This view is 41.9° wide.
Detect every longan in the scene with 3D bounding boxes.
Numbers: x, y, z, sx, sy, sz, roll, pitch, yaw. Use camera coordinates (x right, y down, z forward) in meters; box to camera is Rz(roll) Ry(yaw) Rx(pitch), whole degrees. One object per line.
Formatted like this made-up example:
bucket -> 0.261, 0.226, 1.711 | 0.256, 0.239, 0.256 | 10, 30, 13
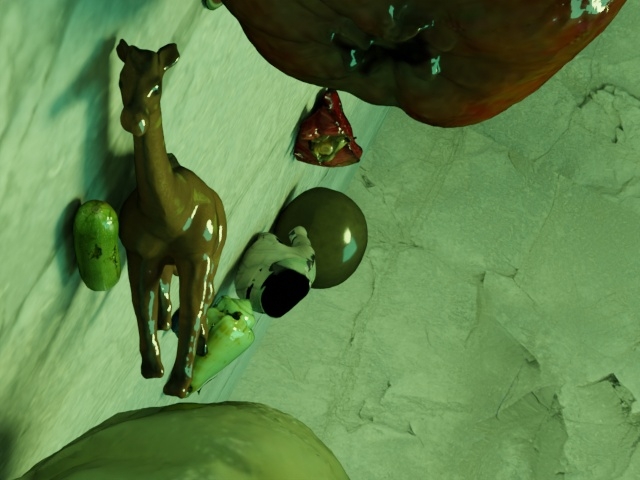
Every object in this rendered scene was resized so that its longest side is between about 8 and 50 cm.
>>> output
longan -> 0.000, 0.000, 1.467 | 0.189, 0.189, 0.189 | -62, 177, -5

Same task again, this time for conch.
conch -> -0.152, 0.150, 1.165 | 0.170, 0.079, 0.106 | -56, 162, -3

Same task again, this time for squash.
squash -> -0.132, 0.002, 0.495 | 0.027, 0.027, 0.083 | -61, 176, -28

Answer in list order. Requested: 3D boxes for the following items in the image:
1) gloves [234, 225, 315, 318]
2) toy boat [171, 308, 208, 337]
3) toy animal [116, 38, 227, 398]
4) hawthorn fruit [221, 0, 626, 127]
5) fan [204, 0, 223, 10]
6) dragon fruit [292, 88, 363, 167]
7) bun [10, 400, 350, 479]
gloves -> -0.074, 0.041, 1.275 | 0.128, 0.111, 0.212 | -68, -155, 11
toy boat -> -0.148, 0.091, 0.976 | 0.038, 0.038, 0.083 | -63, 176, 16
toy animal -> -0.096, -0.011, 0.516 | 0.224, 0.066, 0.230 | -92, -173, -72
hawthorn fruit -> 0.058, -0.193, 0.391 | 0.210, 0.210, 0.262 | 107, 3, -75
fan -> -0.038, -0.202, 0.513 | 0.133, 0.005, 0.085 | -62, 177, 5
dragon fruit -> 0.026, -0.158, 1.197 | 0.122, 0.092, 0.192 | -63, 177, 0
bun -> -0.142, 0.240, 0.531 | 0.365, 0.219, 0.365 | -47, 171, -10
